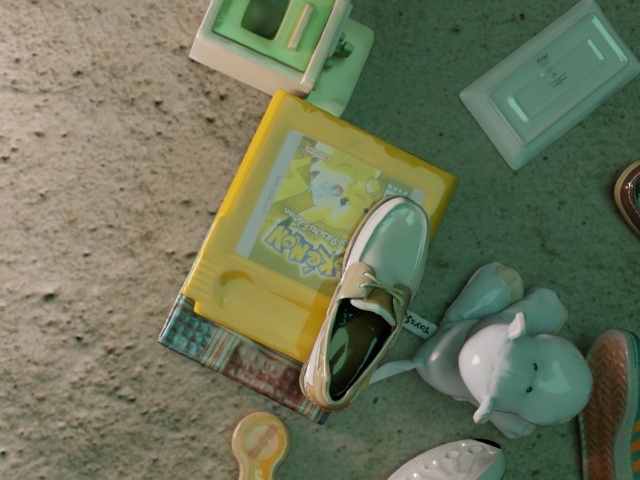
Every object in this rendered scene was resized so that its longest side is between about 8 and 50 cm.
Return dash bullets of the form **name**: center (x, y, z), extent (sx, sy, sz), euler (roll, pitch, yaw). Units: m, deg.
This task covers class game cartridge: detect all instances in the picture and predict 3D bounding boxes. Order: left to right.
- **game cartridge**: center (0.000, 0.000, 1.520), extent (0.285, 0.052, 0.324), euler (25, 82, -8)

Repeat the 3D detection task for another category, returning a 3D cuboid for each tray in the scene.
- **tray**: center (0.349, -0.238, 1.663), extent (0.270, 0.030, 0.145), euler (-38, 92, -12)

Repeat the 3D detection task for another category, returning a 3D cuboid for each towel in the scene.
- **towel**: center (-0.028, 0.033, 1.557), extent (0.271, 0.040, 0.370), euler (28, 80, -7)

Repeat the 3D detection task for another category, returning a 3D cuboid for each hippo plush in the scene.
- **hippo plush**: center (0.246, 0.138, 1.501), extent (0.294, 0.236, 0.234), euler (21, 81, -9)

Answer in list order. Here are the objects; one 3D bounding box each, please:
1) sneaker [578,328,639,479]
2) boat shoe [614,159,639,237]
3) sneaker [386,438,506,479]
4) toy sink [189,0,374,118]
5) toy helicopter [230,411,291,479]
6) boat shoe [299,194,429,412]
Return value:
- **sneaker**: center (0.444, 0.265, 1.591), extent (0.121, 0.108, 0.302), euler (-8, 103, -27)
- **boat shoe**: center (0.580, 0.008, 1.630), extent (0.342, 0.123, 0.123), euler (43, 91, -7)
- **sneaker**: center (0.153, 0.447, 1.530), extent (0.322, 0.130, 0.236), euler (-33, 115, -30)
- **toy sink**: center (-0.040, -0.283, 1.536), extent (0.234, 0.131, 0.153), euler (25, 81, -9)
- **toy helicopter**: center (-0.111, 0.403, 1.481), extent (0.234, 0.140, 0.355), euler (6, 73, -2)
- **boat shoe**: center (0.070, 0.083, 1.456), extent (0.113, 0.103, 0.302), euler (22, 85, -9)
